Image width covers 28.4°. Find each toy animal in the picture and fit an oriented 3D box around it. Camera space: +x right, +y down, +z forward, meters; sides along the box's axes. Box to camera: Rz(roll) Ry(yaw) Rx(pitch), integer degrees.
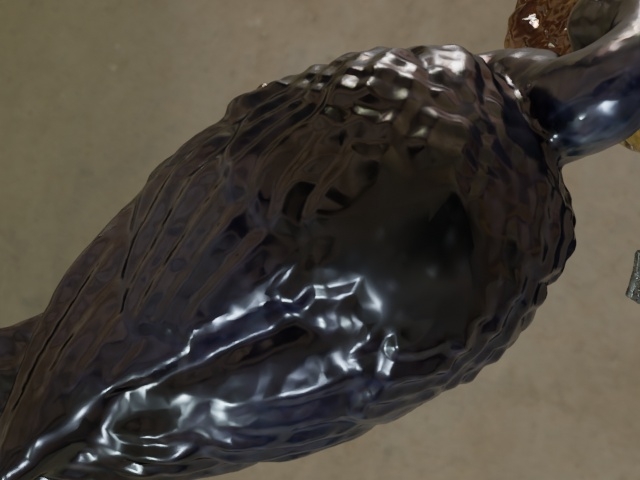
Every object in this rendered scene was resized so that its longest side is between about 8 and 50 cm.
[{"bbox_3d":[0.000,0.000,0.445,0.298,0.122,0.185,-32,15,-18],"label":"toy animal"}]

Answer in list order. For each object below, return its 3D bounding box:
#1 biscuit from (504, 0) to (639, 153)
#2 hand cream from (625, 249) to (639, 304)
[{"bbox_3d":[0.270,-0.178,0.843,0.289,0.081,0.334,-41,30,9],"label":"biscuit"},{"bbox_3d":[0.366,0.059,1.181,0.163,0.062,0.039,18,46,20],"label":"hand cream"}]
